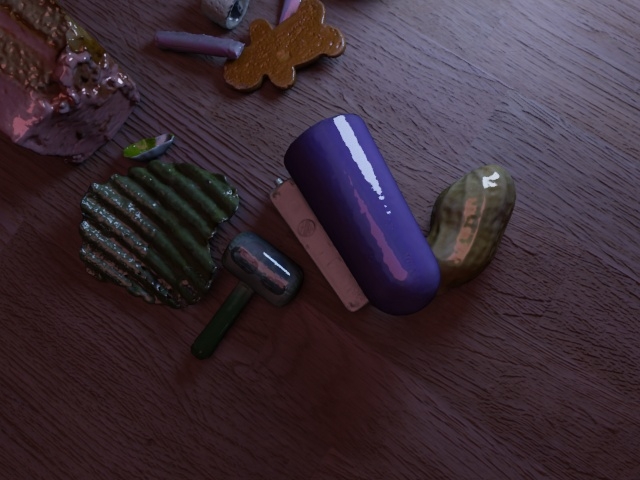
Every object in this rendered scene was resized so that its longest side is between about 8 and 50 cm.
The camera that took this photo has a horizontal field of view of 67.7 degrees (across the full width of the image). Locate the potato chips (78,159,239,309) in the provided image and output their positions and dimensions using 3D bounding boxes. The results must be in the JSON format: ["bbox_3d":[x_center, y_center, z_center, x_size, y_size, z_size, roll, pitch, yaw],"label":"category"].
[{"bbox_3d":[-0.412,-0.028,1.200,0.389,0.097,0.373,14,85,8],"label":"potato chips"}]

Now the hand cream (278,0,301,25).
[{"bbox_3d":[-0.070,-0.623,1.271,0.076,0.047,0.174,10,94,6],"label":"hand cream"}]

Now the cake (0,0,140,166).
[{"bbox_3d":[-0.651,-0.378,1.155,0.293,0.314,0.307,41,86,6],"label":"cake"}]

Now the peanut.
[{"bbox_3d":[0.338,-0.020,1.115,0.174,0.158,0.340,21,88,-10],"label":"peanut"}]

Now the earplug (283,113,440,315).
[{"bbox_3d":[0.105,-0.044,1.071,0.215,0.215,0.456,-28,74,1],"label":"earplug"}]

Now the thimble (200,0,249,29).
[{"bbox_3d":[-0.247,-0.623,1.251,0.090,0.102,0.115,32,112,7],"label":"thimble"}]

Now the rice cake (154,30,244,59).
[{"bbox_3d":[-0.320,-0.514,1.252,0.270,0.049,0.055,15,101,16],"label":"rice cake"}]

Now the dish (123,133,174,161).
[{"bbox_3d":[-0.444,-0.237,1.252,0.137,0.039,0.091,-25,38,-15],"label":"dish"}]

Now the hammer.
[{"bbox_3d":[-0.203,0.155,1.167,0.206,0.119,0.335,37,94,8],"label":"hammer"}]

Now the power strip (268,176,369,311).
[{"bbox_3d":[0.000,0.000,1.185,0.091,0.062,0.385,-36,83,0],"label":"power strip"}]

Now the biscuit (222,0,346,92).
[{"bbox_3d":[-0.109,-0.494,1.249,0.324,0.049,0.205,-30,83,6],"label":"biscuit"}]
